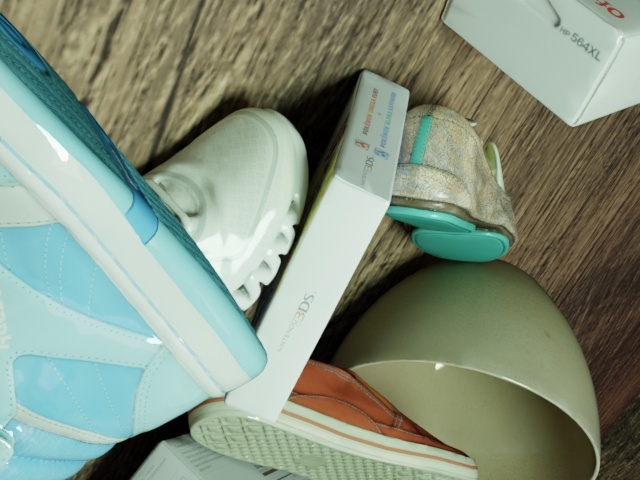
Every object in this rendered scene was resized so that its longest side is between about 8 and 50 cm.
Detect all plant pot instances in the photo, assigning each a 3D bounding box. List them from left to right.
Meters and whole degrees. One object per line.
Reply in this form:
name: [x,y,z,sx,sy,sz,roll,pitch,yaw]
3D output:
plant pot: [0.152,0.128,1.084,0.284,0.284,0.191,94,11,-52]

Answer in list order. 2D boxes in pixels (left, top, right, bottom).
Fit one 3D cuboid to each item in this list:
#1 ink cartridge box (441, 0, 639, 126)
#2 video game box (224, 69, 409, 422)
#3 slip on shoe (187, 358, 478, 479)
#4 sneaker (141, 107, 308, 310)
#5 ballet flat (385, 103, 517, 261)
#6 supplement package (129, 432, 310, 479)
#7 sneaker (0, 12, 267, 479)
ink cartridge box: [0.218,-0.182,0.828,0.203,0.148,0.086,-20,146,-40]
video game box: [0.000,0.000,0.766,0.187,0.048,0.205,-70,-175,-58]
slip on shoe: [0.025,0.168,0.956,0.331,0.101,0.123,27,139,-33]
sneaker: [-0.126,0.022,0.664,0.292,0.110,0.118,-46,145,-2]
ballet flat: [0.122,-0.049,0.917,0.316,0.108,0.106,34,64,-76]
supplement package: [-0.099,0.288,0.972,0.204,0.145,0.262,-52,163,11]
sneaker: [-0.180,0.020,0.501,0.208,0.127,0.319,-36,128,-1]
